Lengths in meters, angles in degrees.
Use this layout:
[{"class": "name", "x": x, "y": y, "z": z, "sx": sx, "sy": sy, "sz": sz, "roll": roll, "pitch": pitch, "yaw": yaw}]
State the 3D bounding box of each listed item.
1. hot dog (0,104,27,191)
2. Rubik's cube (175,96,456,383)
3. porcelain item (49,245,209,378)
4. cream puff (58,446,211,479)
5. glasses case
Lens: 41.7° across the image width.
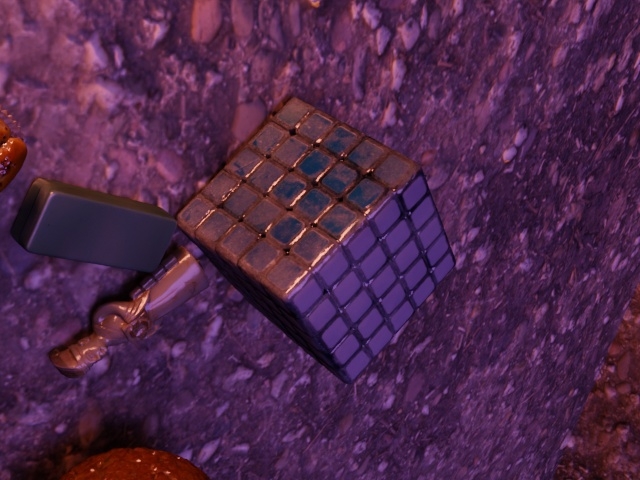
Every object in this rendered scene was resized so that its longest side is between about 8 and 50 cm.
[{"class": "hot dog", "x": -0.366, "y": -0.054, "z": 0.801, "sx": 0.191, "sy": 0.059, "sz": 0.108, "roll": -46, "pitch": 138, "yaw": -9}, {"class": "Rubik's cube", "x": 0.000, "y": 0.000, "z": 1.093, "sx": 0.237, "sy": 0.237, "sz": 0.238, "roll": -46, "pitch": 141, "yaw": -11}, {"class": "porcelain item", "x": -0.239, "y": 0.096, "z": 1.055, "sx": 0.213, "sy": 0.054, "sz": 0.084, "roll": -39, "pitch": 138, "yaw": -19}, {"class": "cream puff", "x": -0.271, "y": 0.400, "z": 1.124, "sx": 0.303, "sy": 0.212, "sz": 0.303, "roll": -33, "pitch": 147, "yaw": -25}, {"class": "glasses case", "x": -0.254, "y": -0.014, "z": 0.965, "sx": 0.184, "sy": 0.039, "sz": 0.077, "roll": 15, "pitch": 105, "yaw": -51}]
